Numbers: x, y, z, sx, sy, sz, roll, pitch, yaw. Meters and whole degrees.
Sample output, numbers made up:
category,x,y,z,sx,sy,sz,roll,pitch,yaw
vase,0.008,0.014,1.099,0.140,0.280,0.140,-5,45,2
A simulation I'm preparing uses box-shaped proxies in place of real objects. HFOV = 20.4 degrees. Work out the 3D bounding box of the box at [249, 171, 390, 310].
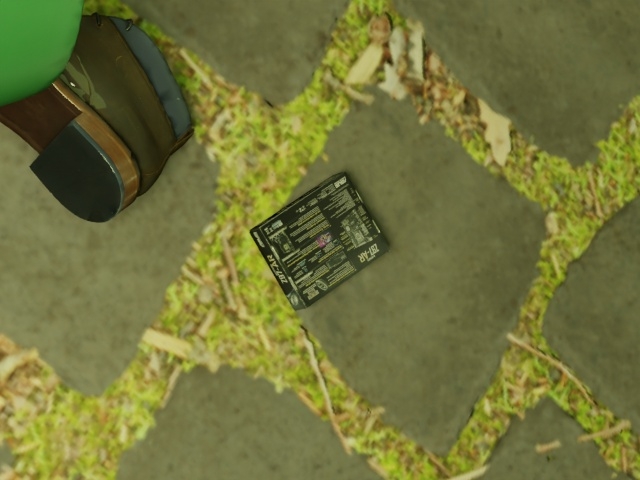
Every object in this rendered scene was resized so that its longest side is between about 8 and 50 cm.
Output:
category,x,y,z,sx,sy,sz,roll,pitch,yaw
box,0.000,0.000,1.254,0.083,0.018,0.067,-35,99,-28

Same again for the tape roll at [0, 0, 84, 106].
category,x,y,z,sx,sy,sz,roll,pitch,yaw
tape roll,-0.240,-0.223,0.986,0.077,0.321,0.321,-22,93,-30

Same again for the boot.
category,x,y,z,sx,sy,sz,roll,pitch,yaw
boot,-0.173,-0.122,1.164,0.219,0.082,0.106,57,40,-5
